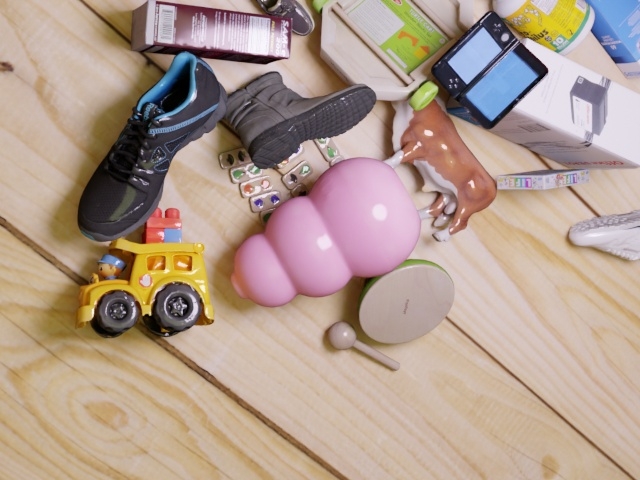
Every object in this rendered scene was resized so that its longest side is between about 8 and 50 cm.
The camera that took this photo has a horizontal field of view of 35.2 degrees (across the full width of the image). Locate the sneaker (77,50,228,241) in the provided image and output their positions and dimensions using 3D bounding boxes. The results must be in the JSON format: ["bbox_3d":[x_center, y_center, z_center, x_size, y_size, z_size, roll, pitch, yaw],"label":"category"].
[{"bbox_3d":[-0.287,-0.155,1.615,0.125,0.140,0.341,29,76,18],"label":"sneaker"}]

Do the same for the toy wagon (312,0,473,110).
[{"bbox_3d":[0.165,-0.394,1.764,0.344,0.068,0.267,-40,80,-13],"label":"toy wagon"}]

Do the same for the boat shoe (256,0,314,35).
[{"bbox_3d":[-0.075,-0.402,1.724,0.152,0.049,0.056,39,115,-13],"label":"boat shoe"}]

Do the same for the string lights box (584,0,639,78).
[{"bbox_3d":[0.585,-0.454,1.961,0.133,0.076,0.260,-47,109,-10],"label":"string lights box"}]

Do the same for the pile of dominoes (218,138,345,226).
[{"bbox_3d":[-0.037,-0.104,1.781,0.196,0.040,0.251,-38,106,-13],"label":"pile of dominoes"}]

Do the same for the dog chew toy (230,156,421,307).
[{"bbox_3d":[0.000,0.000,1.712,0.331,0.206,0.207,-28,105,1],"label":"dog chew toy"}]

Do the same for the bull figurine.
[{"bbox_3d":[0.196,-0.150,1.835,0.188,0.101,0.310,-44,106,-7],"label":"bull figurine"}]

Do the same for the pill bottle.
[{"bbox_3d":[0.394,-0.441,1.869,0.208,0.117,0.118,32,84,-21],"label":"pill bottle"}]

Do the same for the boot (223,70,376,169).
[{"bbox_3d":[-0.044,-0.236,1.696,0.246,0.161,0.083,-27,147,-8],"label":"boot"}]

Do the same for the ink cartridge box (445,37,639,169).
[{"bbox_3d":[0.421,-0.241,1.842,0.307,0.223,0.129,21,86,-21],"label":"ink cartridge box"}]

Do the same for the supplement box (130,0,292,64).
[{"bbox_3d":[-0.180,-0.338,1.656,0.239,0.130,0.073,3,94,-22],"label":"supplement box"}]

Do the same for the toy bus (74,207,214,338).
[{"bbox_3d":[-0.291,0.052,1.656,0.220,0.149,0.212,-1,83,-18],"label":"toy bus"}]

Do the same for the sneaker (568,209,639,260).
[{"bbox_3d":[0.602,-0.002,2.013,0.235,0.090,0.095,-6,107,-19],"label":"sneaker"}]

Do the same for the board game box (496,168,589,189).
[{"bbox_3d":[0.417,-0.115,1.890,0.154,0.103,0.026,-10,100,-43],"label":"board game box"}]

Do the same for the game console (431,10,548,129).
[{"bbox_3d":[0.278,-0.281,1.663,0.144,0.085,0.124,-44,128,8],"label":"game console"}]

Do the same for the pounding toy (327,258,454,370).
[{"bbox_3d":[0.126,0.105,1.847,0.183,0.110,0.237,21,117,-32],"label":"pounding toy"}]
